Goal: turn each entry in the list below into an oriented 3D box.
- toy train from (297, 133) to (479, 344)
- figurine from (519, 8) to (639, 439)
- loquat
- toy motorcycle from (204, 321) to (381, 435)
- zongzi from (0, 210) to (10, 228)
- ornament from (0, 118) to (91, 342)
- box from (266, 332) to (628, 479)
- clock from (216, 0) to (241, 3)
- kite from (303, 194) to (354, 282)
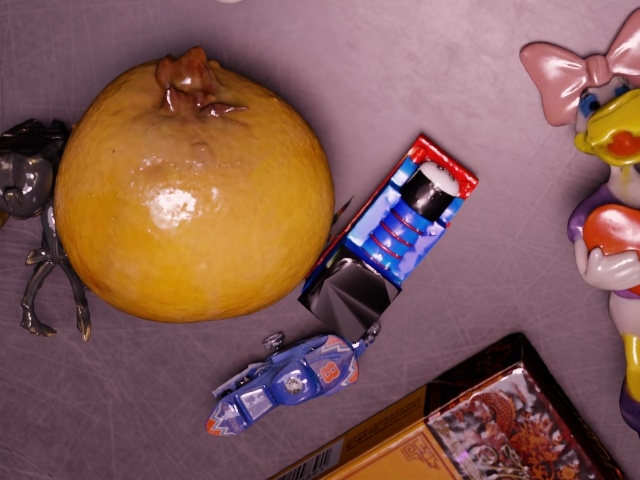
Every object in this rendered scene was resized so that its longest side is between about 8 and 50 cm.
[{"bbox_3d":[0.070,-0.001,1.295,0.082,0.131,0.204,38,105,-3],"label":"toy train"},{"bbox_3d":[0.321,-0.012,1.238,0.154,0.193,0.421,-15,94,9],"label":"figurine"},{"bbox_3d":[-0.127,-0.056,1.233,0.274,0.275,0.275,2,105,6],"label":"loquat"},{"bbox_3d":[-0.027,0.144,1.352,0.205,0.114,0.076,-26,101,12],"label":"toy motorcycle"},{"bbox_3d":[-0.588,-0.007,1.381,0.403,0.208,0.432,37,75,16],"label":"zongzi"},{"bbox_3d":[-0.286,0.006,1.306,0.080,0.202,0.236,-2,107,0],"label":"ornament"},{"bbox_3d":[0.121,0.316,1.380,0.415,0.116,0.264,-34,97,13],"label":"box"},{"bbox_3d":[-0.073,-0.331,1.249,0.162,0.093,0.166,-19,102,14],"label":"clock"},{"bbox_3d":[0.000,0.000,1.338,0.004,0.090,0.122,39,65,-15],"label":"kite"}]
